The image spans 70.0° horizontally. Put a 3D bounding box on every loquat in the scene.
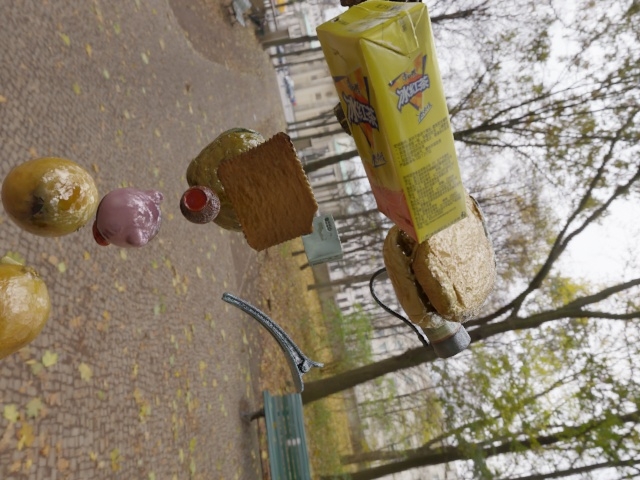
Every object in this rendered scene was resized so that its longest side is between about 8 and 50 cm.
[{"bbox_3d":[-0.676,0.153,0.946,0.176,0.234,0.187,45,-1,-43],"label":"loquat"},{"bbox_3d":[-0.831,-0.134,1.418,0.263,0.263,0.263,-12,90,-89],"label":"loquat"}]

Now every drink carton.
[{"bbox_3d":[0.122,-0.177,0.718,0.154,0.111,0.351,50,-13,53],"label":"drink carton"}]

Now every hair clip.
[{"bbox_3d":[-0.111,0.208,1.013,0.275,0.083,0.048,48,-24,-4],"label":"hair clip"}]

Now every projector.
[{"bbox_3d":[0.000,0.000,1.440,0.061,0.115,0.147,85,-9,-62],"label":"projector"}]

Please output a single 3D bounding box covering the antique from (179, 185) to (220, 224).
[{"bbox_3d":[-0.303,-0.089,1.151,0.104,0.104,0.104,-12,90,-89],"label":"antique"}]

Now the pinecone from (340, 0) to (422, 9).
[{"bbox_3d":[0.181,-0.761,1.318,0.244,0.309,0.244,23,-64,58],"label":"pinecone"}]

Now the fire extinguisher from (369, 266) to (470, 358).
[{"bbox_3d":[0.291,0.196,1.420,0.376,0.200,0.113,59,2,-1],"label":"fire extinguisher"}]

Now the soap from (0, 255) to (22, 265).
[{"bbox_3d":[-1.053,0.081,1.557,0.034,0.012,0.089,-57,157,-18],"label":"soap"}]

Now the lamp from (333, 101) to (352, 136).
[{"bbox_3d":[0.159,-0.411,1.367,0.247,0.247,0.247,-12,90,-89],"label":"lamp"}]

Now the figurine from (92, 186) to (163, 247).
[{"bbox_3d":[-0.514,-0.062,1.237,0.173,0.173,0.173,-12,90,-89],"label":"figurine"}]

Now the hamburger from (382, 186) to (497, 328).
[{"bbox_3d":[0.268,0.029,1.004,0.318,0.158,0.319,6,81,-46],"label":"hamburger"}]

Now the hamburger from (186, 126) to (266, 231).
[{"bbox_3d":[-0.235,-0.173,1.301,0.285,0.265,0.134,52,11,-1],"label":"hamburger"}]

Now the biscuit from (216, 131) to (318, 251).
[{"bbox_3d":[-0.121,-0.105,1.065,0.013,0.232,0.237,-36,105,-58],"label":"biscuit"}]
